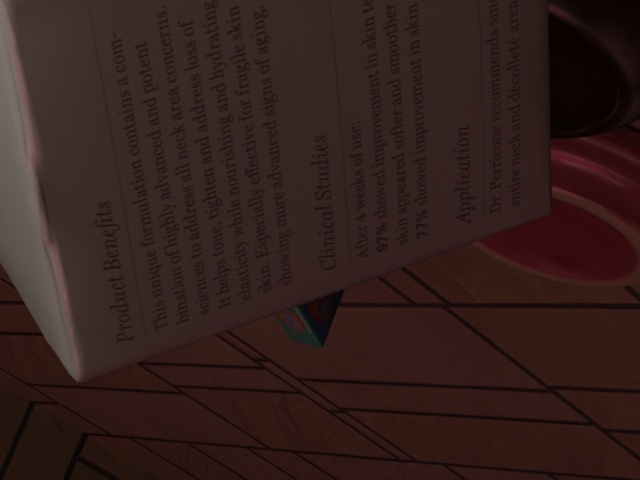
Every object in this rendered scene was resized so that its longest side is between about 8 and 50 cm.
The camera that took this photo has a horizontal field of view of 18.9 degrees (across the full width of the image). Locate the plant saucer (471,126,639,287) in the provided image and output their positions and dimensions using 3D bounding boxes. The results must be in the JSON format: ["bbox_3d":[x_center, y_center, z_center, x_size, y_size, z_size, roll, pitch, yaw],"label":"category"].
[{"bbox_3d":[0.258,-0.040,2.117,0.332,0.084,0.332,18,159,7],"label":"plant saucer"}]

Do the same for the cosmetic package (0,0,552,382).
[{"bbox_3d":[-0.076,-0.165,1.418,0.327,0.394,0.329,-129,27,-48],"label":"cosmetic package"}]

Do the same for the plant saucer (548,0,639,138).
[{"bbox_3d":[0.161,-0.173,1.688,0.310,0.050,0.310,19,157,8],"label":"plant saucer"}]

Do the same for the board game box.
[{"bbox_3d":[0.000,0.000,2.283,0.047,0.210,0.160,13,157,20],"label":"board game box"}]
